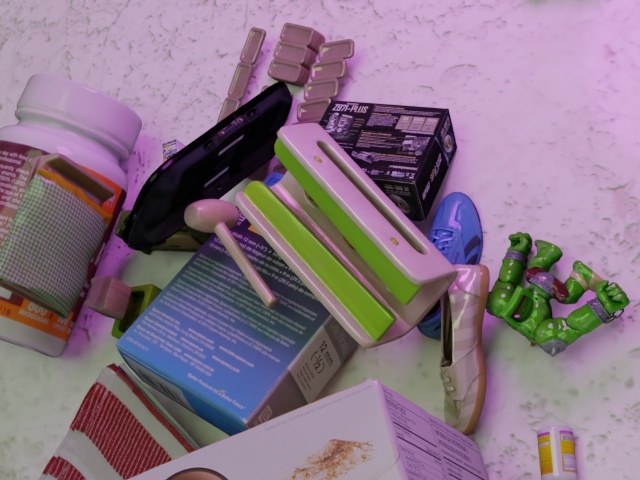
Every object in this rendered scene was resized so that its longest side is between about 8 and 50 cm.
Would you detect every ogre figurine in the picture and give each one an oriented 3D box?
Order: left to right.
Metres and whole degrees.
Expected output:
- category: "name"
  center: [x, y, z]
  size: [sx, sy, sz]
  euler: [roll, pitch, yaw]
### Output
- category: "ogre figurine"
  center: [0.278, 0.068, 1.485]
  size: [0.197, 0.097, 0.118]
  euler: [39, 85, 29]

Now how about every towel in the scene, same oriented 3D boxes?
- category: "towel"
  center: [-0.305, 0.367, 1.669]
  size: [0.237, 0.037, 0.329]
  euler: [40, 104, 33]

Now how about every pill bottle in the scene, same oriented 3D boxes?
- category: "pill bottle"
  center: [-0.429, -0.039, 1.826]
  size: [0.224, 0.224, 0.392]
  euler: [13, 78, 31]
- category: "pill bottle"
  center: [0.285, 0.267, 1.432]
  size: [0.043, 0.043, 0.083]
  euler: [-11, 66, 24]

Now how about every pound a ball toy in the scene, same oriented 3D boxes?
- category: "pound a ball toy"
  center: [0.000, 0.000, 1.528]
  size: [0.319, 0.136, 0.208]
  euler: [47, 121, 20]

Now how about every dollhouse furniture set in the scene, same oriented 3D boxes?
- category: "dollhouse furniture set"
  center: [-0.286, 0.022, 1.677]
  size: [0.151, 0.301, 0.197]
  euler: [3, 69, 31]

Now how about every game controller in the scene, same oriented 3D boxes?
- category: "game controller"
  center: [-0.152, -0.107, 1.650]
  size: [0.067, 0.166, 0.319]
  euler: [34, 46, 14]

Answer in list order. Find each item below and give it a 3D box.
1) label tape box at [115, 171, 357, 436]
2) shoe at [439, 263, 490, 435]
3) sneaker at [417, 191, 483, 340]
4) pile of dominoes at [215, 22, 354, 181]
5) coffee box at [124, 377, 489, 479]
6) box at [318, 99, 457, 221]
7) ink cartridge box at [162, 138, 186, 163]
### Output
- category: "label tape box"
  center: [-0.071, 0.091, 1.638]
  size: [0.249, 0.115, 0.348]
  euler: [25, 63, 33]
- category: "shoe"
  center: [0.172, 0.137, 1.503]
  size: [0.076, 0.058, 0.219]
  euler: [173, 103, -73]
- category: "sneaker"
  center: [0.164, 0.026, 1.571]
  size: [0.069, 0.082, 0.209]
  euler: [1, 70, 30]
- category: "pile of dominoes"
  center: [-0.056, -0.204, 1.819]
  size: [0.196, 0.040, 0.251]
  euler: [18, 88, 32]
- category: "coffee box"
  center: [0.020, 0.397, 1.344]
  size: [0.337, 0.338, 0.334]
  euler: [-24, 61, 17]
- category: "box"
  center: [0.077, -0.112, 1.636]
  size: [0.180, 0.077, 0.147]
  euler: [7, 51, 24]
- category: "ink cartridge box"
  center: [-0.213, -0.091, 1.826]
  size: [0.029, 0.063, 0.115]
  euler: [-16, 64, 21]
